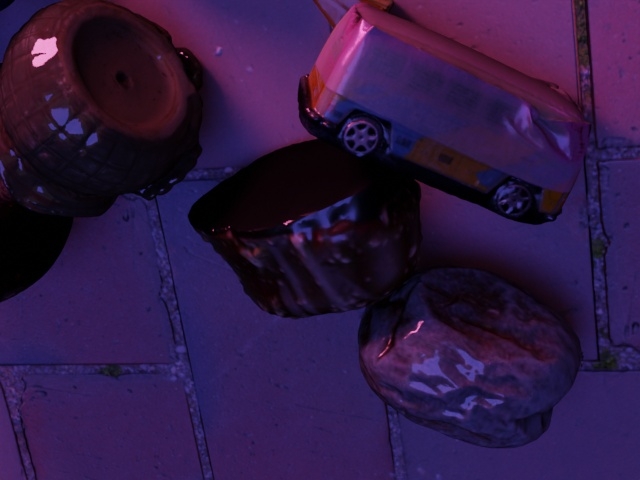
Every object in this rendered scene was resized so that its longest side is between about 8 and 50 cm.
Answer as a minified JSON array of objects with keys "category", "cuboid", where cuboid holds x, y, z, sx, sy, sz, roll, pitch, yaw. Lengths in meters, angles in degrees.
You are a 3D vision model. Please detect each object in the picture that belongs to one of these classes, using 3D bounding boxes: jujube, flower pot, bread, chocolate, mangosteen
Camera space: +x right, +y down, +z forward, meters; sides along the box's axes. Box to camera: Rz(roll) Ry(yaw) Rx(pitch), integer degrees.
[{"category":"jujube","cuboid":[0.200,0.163,1.873,0.308,0.246,0.215,27,140,7]},{"category":"flower pot","cuboid":[-0.310,-0.184,1.841,0.213,0.302,0.302,-30,104,40]},{"category":"bread","cuboid":[0.019,-0.311,1.799,0.139,0.074,0.084,24,116,2]},{"category":"chocolate","cuboid":[0.000,0.000,1.856,0.340,0.225,0.210,-6,123,39]},{"category":"mangosteen","cuboid":[-0.512,-0.062,1.942,0.297,0.297,0.313,-10,104,19]}]

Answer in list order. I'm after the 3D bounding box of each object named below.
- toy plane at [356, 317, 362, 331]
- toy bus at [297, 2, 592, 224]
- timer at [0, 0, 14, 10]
[{"category":"toy plane","cuboid":[0.130,0.187,2.005,0.197,0.053,0.078,42,114,7]},{"category":"toy bus","cuboid":[0.175,-0.167,1.732,0.386,0.171,0.162,22,117,-15]},{"category":"timer","cuboid":[-0.553,-0.338,1.871,0.270,0.270,0.383,27,132,2]}]
